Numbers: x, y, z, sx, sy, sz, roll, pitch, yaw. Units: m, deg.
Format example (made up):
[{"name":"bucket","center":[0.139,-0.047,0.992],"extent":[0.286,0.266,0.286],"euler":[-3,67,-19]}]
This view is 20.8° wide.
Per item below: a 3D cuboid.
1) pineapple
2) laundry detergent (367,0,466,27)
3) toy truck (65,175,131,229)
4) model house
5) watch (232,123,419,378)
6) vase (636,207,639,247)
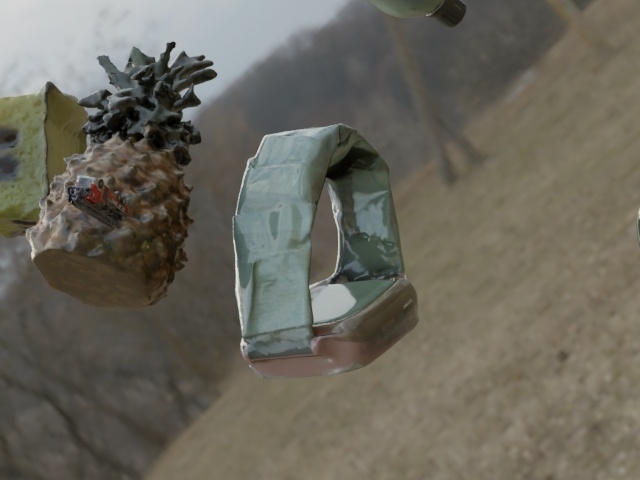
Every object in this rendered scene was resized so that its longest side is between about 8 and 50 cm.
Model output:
[{"name":"pineapple","center":[-0.192,-0.092,1.854],"extent":[0.169,0.169,0.340],"euler":[-39,29,53]},{"name":"laundry detergent","center":[0.080,-0.323,2.067],"extent":[0.099,0.226,0.070],"euler":[-46,26,27]},{"name":"toy truck","center":[-0.195,-0.034,1.525],"extent":[0.083,0.024,0.032],"euler":[45,-122,-62]},{"name":"model house","center":[-0.401,-0.091,2.056],"extent":[0.193,0.234,0.174],"euler":[46,-134,-82]},{"name":"watch","center":[0.000,0.000,1.864],"extent":[0.162,0.241,0.253],"euler":[-6,15,29]},{"name":"vase","center":[0.420,0.085,1.516],"extent":[0.241,0.329,0.302],"euler":[-40,8,12]}]
